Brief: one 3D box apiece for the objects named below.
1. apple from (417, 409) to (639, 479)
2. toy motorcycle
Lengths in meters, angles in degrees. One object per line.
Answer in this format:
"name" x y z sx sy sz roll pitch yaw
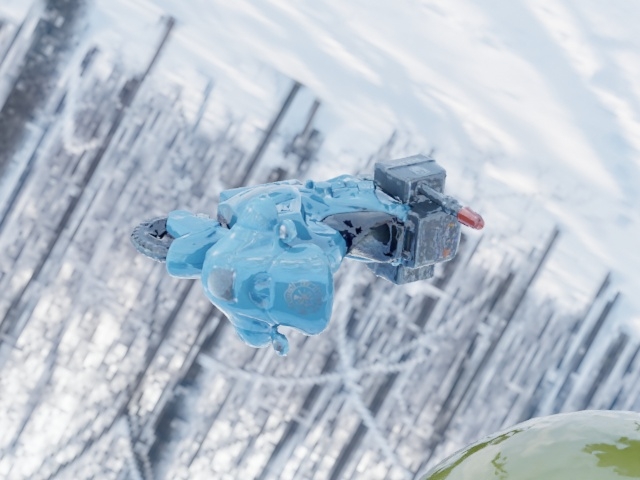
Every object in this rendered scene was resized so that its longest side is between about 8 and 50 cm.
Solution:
"apple" 0.129 0.226 0.720 0.233 0.295 0.258 16 -146 32
"toy motorcycle" 0.000 0.000 1.084 0.272 0.123 0.182 -12 -151 -31
